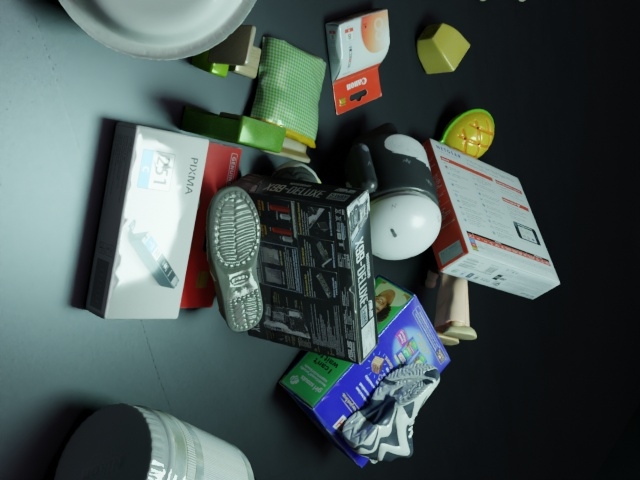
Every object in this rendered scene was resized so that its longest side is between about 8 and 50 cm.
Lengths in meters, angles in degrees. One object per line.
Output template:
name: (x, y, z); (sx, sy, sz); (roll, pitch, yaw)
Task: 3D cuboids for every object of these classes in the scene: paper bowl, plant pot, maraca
paper bowl: (-0.211, -0.374, 0.988); (0.284, 0.148, 0.284); (-4, 116, -9)
plant pot: (0.255, -0.419, 1.653); (0.083, 0.081, 0.081); (46, 67, -34)
maraca: (0.325, -0.227, 1.781); (0.186, 0.099, 0.127); (-40, 126, -1)

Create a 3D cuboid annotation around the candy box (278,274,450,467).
candy box: (0.104, 0.280, 1.638); (0.317, 0.122, 0.268); (-47, 134, -16)

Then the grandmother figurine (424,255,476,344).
grandmother figurine: (0.311, 0.066, 1.789); (0.104, 0.208, 0.342); (21, 65, -29)

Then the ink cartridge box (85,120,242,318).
ink cartridge box: (-0.229, -0.023, 1.243); (0.261, 0.066, 0.296); (5, 98, -48)

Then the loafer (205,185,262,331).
loafer: (-0.156, 0.029, 1.296); (0.094, 0.087, 0.251); (-11, 109, -30)

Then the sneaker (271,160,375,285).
sneaker: (0.000, 0.000, 1.482); (0.147, 0.145, 0.384); (-71, 147, -46)

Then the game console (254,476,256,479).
game console: (-0.185, 0.522, 1.504); (0.122, 0.071, 0.107); (17, 59, -50)

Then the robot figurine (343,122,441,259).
robot figurine: (0.134, -0.094, 1.498); (0.209, 0.278, 0.173); (6, 143, -20)

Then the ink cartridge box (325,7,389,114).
ink cartridge box: (0.080, -0.350, 1.504); (0.145, 0.045, 0.179); (-30, 120, -39)

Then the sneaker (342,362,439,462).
sneaker: (0.165, 0.367, 1.581); (0.235, 0.094, 0.153); (-45, 135, -16)

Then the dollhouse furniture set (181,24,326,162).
dollhouse furniture set: (-0.060, -0.243, 1.296); (0.301, 0.151, 0.197); (8, 96, -49)

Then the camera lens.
camera lens: (-0.253, 0.397, 1.229); (0.274, 0.219, 0.219); (43, 69, -46)

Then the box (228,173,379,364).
box: (-0.030, 0.049, 1.339); (0.076, 0.242, 0.307); (-40, 132, -49)

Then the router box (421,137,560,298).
router box: (0.363, -0.043, 1.713); (0.335, 0.082, 0.301); (17, 48, -39)
